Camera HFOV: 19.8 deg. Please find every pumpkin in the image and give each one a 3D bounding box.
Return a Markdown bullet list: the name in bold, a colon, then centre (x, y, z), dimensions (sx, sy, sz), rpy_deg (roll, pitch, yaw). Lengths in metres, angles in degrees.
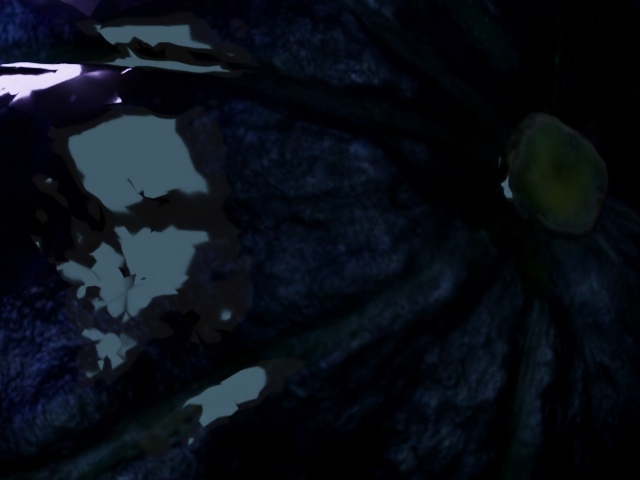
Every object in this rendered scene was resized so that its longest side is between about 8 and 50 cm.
- **pumpkin**: centre (0.000, 0.000, 0.678), dimensions (0.266, 0.363, 0.363), rpy_deg (-14, 55, 58)
